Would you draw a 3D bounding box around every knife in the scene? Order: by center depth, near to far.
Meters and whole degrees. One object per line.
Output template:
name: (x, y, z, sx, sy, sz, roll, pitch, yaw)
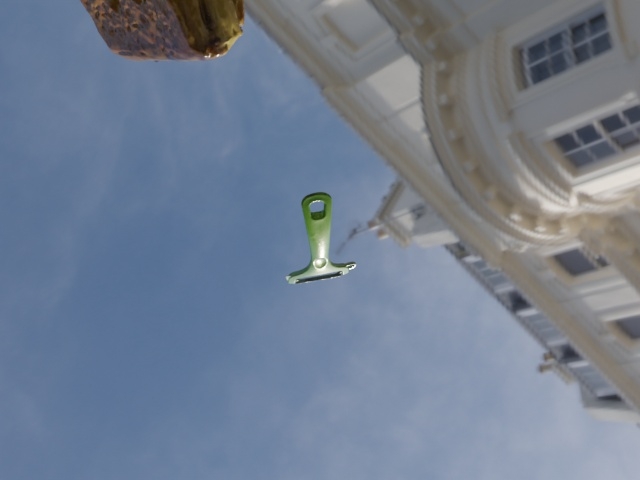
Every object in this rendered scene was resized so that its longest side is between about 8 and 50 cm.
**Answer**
knife: (0.001, 0.002, 1.024, 0.078, 0.166, 0.022, -14, -119, -8)

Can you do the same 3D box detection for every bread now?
bread: (-0.180, -0.294, 1.015, 0.099, 0.210, 0.235, -41, -59, -28)
